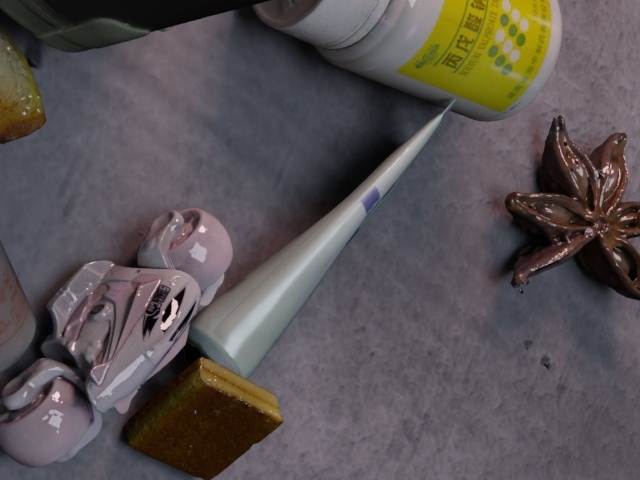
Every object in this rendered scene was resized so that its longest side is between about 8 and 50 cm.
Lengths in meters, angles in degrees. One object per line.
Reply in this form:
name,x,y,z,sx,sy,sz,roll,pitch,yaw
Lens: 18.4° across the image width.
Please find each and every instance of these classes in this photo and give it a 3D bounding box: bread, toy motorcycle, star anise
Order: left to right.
toy motorcycle,-0.149,0.073,1.508,0.254,0.112,0.112,-50,120,-27
bread,-0.092,0.142,1.569,0.090,0.094,0.035,28,33,-36
star anise,0.250,-0.027,1.882,0.208,0.063,0.171,7,82,-37

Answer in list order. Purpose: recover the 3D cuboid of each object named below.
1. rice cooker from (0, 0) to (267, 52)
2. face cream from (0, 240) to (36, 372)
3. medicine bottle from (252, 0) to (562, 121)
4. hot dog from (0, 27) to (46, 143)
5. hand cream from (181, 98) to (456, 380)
rice cooker,-0.124,-0.292,1.412,0.288,0.277,0.288,21,65,-54
face cream,-0.285,-0.019,1.365,0.101,0.101,0.251,-42,129,-32
medicine bottle,0.073,-0.199,1.673,0.258,0.143,0.143,17,79,-38
hot dog,-0.298,-0.153,1.389,0.123,0.093,0.261,-51,137,-20
hand cream,0.000,0.000,1.651,0.067,0.109,0.320,41,62,5
